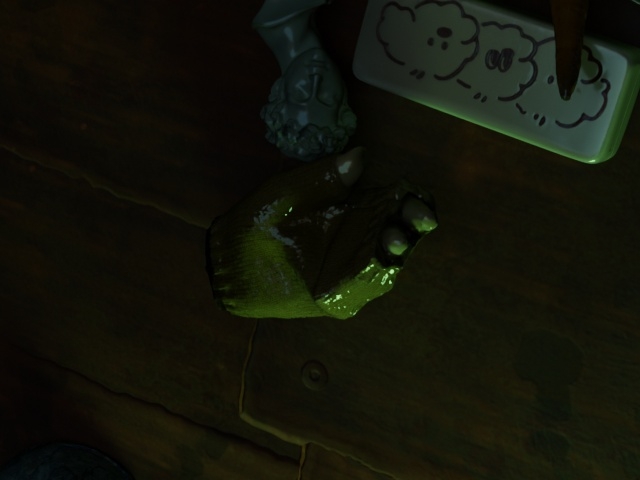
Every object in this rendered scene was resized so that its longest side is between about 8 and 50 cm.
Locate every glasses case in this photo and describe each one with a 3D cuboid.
[{"bbox_3d":[0.207,-0.209,1.737,0.336,0.076,0.144,22,109,23],"label":"glasses case"}]

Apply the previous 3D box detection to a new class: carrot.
[{"bbox_3d":[0.280,-0.268,1.642,0.061,0.061,0.257,-16,60,29],"label":"carrot"}]

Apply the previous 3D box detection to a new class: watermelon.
[{"bbox_3d":[-0.388,0.408,2.106,0.321,0.175,0.188,21,109,22],"label":"watermelon"}]

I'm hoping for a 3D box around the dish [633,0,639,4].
[{"bbox_3d":[0.406,-0.355,1.606,0.151,0.077,0.212,31,112,17],"label":"dish"}]

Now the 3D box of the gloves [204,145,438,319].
[{"bbox_3d":[0.004,0.000,1.837,0.356,0.155,0.203,-12,87,44],"label":"gloves"}]

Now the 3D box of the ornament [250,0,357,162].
[{"bbox_3d":[-0.026,-0.238,1.835,0.120,0.130,0.285,-7,88,12],"label":"ornament"}]
